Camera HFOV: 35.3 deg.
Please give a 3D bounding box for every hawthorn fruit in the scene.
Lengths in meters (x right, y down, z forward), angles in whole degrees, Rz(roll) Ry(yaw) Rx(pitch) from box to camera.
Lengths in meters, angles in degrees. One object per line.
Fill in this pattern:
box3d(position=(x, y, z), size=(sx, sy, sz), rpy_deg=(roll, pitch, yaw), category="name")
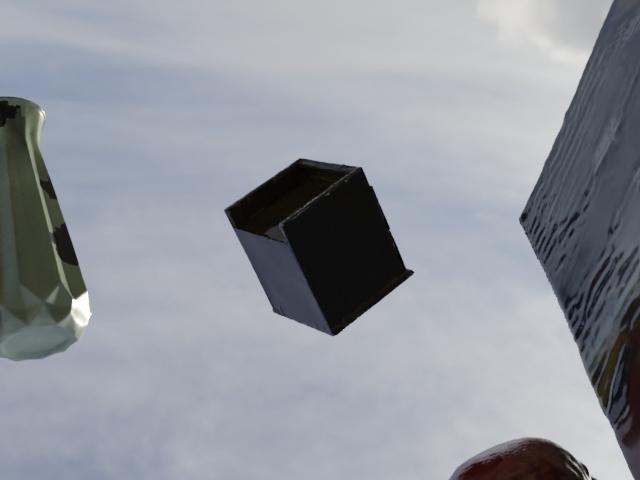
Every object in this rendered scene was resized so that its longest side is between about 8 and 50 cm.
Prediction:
box3d(position=(0.228, 0.340, 1.200), size=(0.251, 0.189, 0.189), rpy_deg=(-16, -154, 20), category="hawthorn fruit")

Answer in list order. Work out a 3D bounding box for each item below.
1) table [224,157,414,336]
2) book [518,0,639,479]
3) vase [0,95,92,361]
box3d(position=(0.000, 0.000, 1.483), size=(0.172, 0.193, 0.169), rpy_deg=(-37, -153, -23), category="table")
box3d(position=(0.214, -0.024, 0.595), size=(0.028, 0.263, 0.374), rpy_deg=(11, -149, -11), category="book")
box3d(position=(-0.416, -0.020, 1.387), size=(0.165, 0.165, 0.360), rpy_deg=(-3, -119, -25), category="vase")
